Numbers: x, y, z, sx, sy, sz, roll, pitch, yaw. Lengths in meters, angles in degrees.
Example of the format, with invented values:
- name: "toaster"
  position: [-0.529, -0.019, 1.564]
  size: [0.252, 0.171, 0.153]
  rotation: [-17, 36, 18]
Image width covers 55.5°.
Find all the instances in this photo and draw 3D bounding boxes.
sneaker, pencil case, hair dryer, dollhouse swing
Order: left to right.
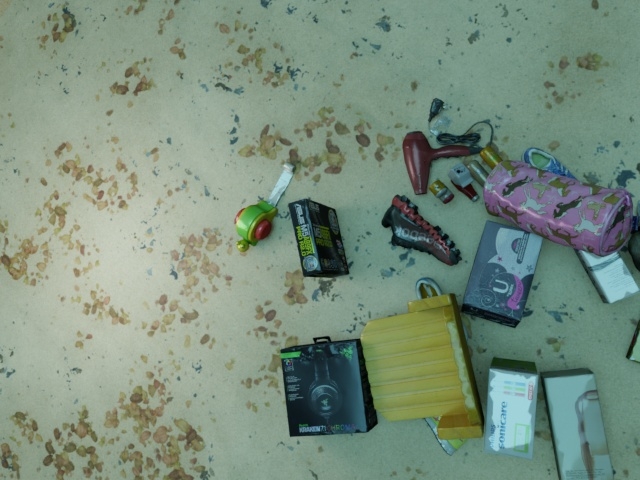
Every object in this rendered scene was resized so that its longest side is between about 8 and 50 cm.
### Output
- name: "dollhouse swing"
  position: [0.242, 0.338, 1.610]
  size: [0.305, 0.315, 0.346]
  rotation: [-13, 82, 15]
- name: "sneaker"
  position: [0.289, -0.008, 1.800]
  size: [0.276, 0.098, 0.135]
  rotation: [45, 99, 18]
- name: "hair dryer"
  position: [0.353, -0.266, 1.809]
  size: [0.224, 0.080, 0.293]
  rotation: [35, 97, 17]
- name: "sneaker"
  position: [0.345, 0.212, 1.767]
  size: [0.087, 0.092, 0.228]
  rotation: [-35, 77, 11]
- name: "sneaker"
  position: [0.349, 0.505, 1.756]
  size: [0.094, 0.081, 0.208]
  rotation: [-34, 82, 5]
- name: "sneaker"
  position: [0.650, -0.183, 1.703]
  size: [0.211, 0.081, 0.080]
  rotation: [41, 97, 15]
- name: "pencil case"
  position: [0.601, -0.094, 1.567]
  size: [0.167, 0.160, 0.386]
  rotation: [-32, 35, -23]

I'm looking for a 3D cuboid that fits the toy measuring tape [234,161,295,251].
- name: "toy measuring tape"
  position: [-0.187, -0.109, 1.958]
  size: [0.121, 0.121, 0.330]
  rotation: [31, 95, 18]

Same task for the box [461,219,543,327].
- name: "box"
  position: [0.499, 0.094, 1.670]
  size: [0.164, 0.142, 0.247]
  rotation: [16, 79, 16]

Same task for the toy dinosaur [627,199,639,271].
- name: "toy dinosaur"
  position: [0.841, 0.036, 1.560]
  size: [0.160, 0.313, 0.121]
  rotation: [46, 128, -6]

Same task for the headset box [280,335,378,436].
- name: "headset box"
  position: [0.025, 0.430, 1.834]
  size: [0.247, 0.131, 0.282]
  rotation: [-8, 83, 17]

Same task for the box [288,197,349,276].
- name: "box"
  position: [0.000, 0.000, 1.804]
  size: [0.060, 0.270, 0.216]
  rotation: [-14, 81, 18]

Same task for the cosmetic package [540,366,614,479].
- name: "cosmetic package"
  position: [0.674, 0.495, 1.605]
  size: [0.129, 0.153, 0.296]
  rotation: [-10, 84, 16]

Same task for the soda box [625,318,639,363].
- name: "soda box"
  position: [0.870, 0.239, 1.606]
  size: [0.058, 0.061, 0.181]
  rotation: [20, 92, 19]

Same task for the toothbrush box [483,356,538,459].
- name: "toothbrush box"
  position: [0.500, 0.428, 1.597]
  size: [0.122, 0.283, 0.206]
  rotation: [4, 86, 19]

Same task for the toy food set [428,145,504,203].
- name: "toy food set"
  position: [0.425, -0.162, 1.751]
  size: [0.232, 0.111, 0.104]
  rotation: [-33, 74, -19]

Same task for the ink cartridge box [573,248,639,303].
- name: "ink cartridge box"
  position: [0.748, 0.062, 1.615]
  size: [0.086, 0.148, 0.203]
  rotation: [-27, 77, 15]
